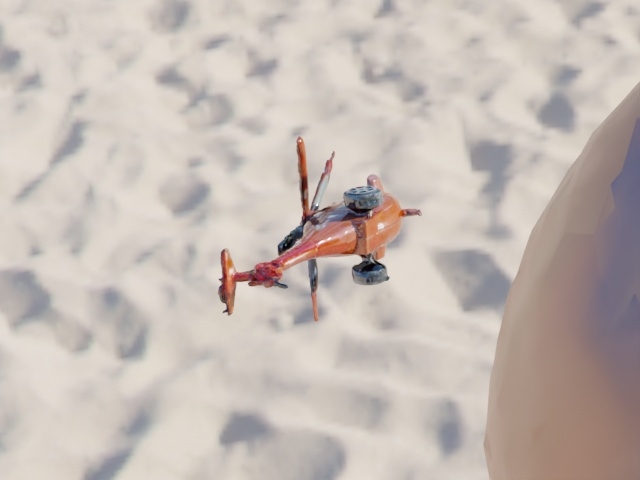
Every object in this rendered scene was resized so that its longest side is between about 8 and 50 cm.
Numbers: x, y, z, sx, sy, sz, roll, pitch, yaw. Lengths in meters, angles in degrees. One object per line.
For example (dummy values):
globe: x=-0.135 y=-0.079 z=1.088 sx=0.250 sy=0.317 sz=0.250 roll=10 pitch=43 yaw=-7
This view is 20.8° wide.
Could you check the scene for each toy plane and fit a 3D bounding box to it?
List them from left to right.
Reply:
toy plane: x=0.000 y=-0.008 z=1.167 sx=0.077 sy=0.126 sz=0.194 roll=2 pitch=-4 yaw=27

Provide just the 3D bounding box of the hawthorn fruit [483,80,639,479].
hawthorn fruit: x=0.264 y=0.112 z=0.416 sx=0.471 sy=0.472 sz=0.472 roll=-5 pitch=28 yaw=3
